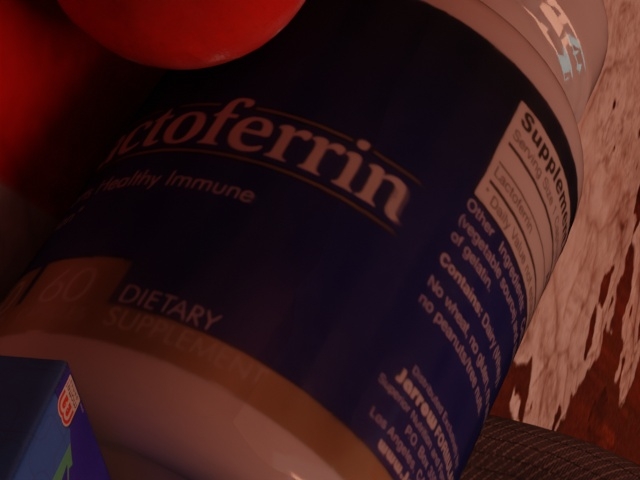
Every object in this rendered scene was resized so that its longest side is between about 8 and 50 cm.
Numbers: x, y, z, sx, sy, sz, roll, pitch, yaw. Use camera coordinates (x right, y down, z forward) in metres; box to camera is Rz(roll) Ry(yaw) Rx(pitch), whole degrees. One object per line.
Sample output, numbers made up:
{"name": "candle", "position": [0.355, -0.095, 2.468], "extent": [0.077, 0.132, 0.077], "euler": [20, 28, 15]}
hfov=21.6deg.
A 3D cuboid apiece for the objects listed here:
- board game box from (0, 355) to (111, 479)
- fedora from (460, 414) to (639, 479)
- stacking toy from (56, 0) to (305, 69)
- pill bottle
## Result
{"name": "board game box", "position": [-0.096, 0.156, 0.405], "extent": [0.210, 0.047, 0.160], "euler": [-70, 156, -44]}
{"name": "fedora", "position": [0.029, 0.191, 0.639], "extent": [0.124, 0.276, 0.243], "euler": [110, -23, -73]}
{"name": "stacking toy", "position": [-0.065, -0.143, 0.398], "extent": [0.330, 0.141, 0.141], "euler": [62, 44, -61]}
{"name": "pill bottle", "position": [0.000, 0.000, 0.571], "extent": [0.153, 0.153, 0.264], "euler": [76, 33, -45]}
